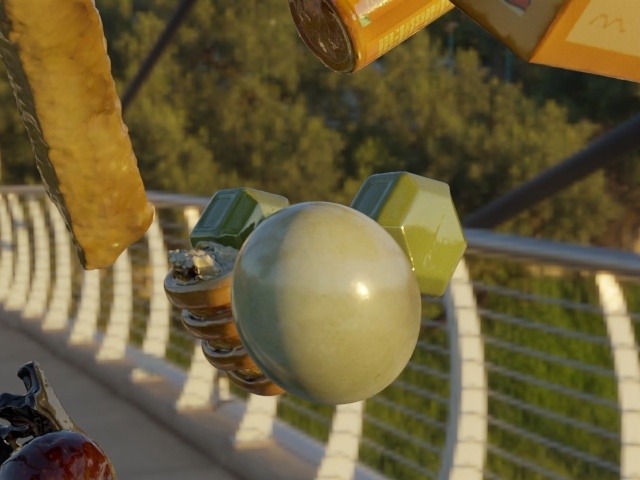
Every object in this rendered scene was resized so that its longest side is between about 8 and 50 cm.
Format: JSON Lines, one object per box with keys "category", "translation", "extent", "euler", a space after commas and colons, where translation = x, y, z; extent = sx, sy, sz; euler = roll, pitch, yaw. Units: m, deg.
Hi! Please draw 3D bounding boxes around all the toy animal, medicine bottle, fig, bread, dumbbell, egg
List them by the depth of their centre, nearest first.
{"category": "egg", "translation": [0.005, 0.041, 0.797], "extent": [0.114, 0.114, 0.152], "euler": [2, -35, 19]}
{"category": "fig", "translation": [-0.211, 0.237, 1.102], "extent": [0.109, 0.155, 0.103], "euler": [-32, -10, -31]}
{"category": "medicine bottle", "translation": [0.072, -0.227, 1.103], "extent": [0.192, 0.096, 0.096], "euler": [-37, 21, -20]}
{"category": "bread", "translation": [-0.073, 0.071, 1.202], "extent": [0.119, 0.177, 0.084], "euler": [-2, 36, 47]}
{"category": "toy animal", "translation": [-0.327, 0.211, 1.220], "extent": [0.210, 0.121, 0.117], "euler": [-17, 35, 19]}
{"category": "dumbbell", "translation": [0.000, 0.000, 1.256], "extent": [0.302, 0.121, 0.108], "euler": [-3, -41, 47]}

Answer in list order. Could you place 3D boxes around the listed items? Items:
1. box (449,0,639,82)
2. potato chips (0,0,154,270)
{"category": "box", "translation": [0.140, -0.245, 0.727], "extent": [0.283, 0.214, 0.259], "euler": [44, 25, 30]}
{"category": "potato chips", "translation": [-0.139, -0.139, 0.589], "extent": [0.057, 0.407, 0.080], "euler": [-21, 54, -10]}
